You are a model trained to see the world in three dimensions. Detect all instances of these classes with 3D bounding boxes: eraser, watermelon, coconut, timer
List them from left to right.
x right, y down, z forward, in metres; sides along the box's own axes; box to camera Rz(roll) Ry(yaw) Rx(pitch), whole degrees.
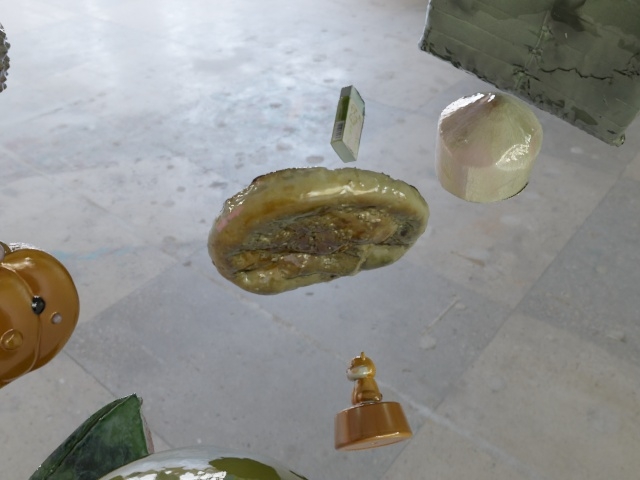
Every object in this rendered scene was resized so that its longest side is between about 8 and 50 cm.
[{"bbox_3d":[-0.230,0.343,0.674,0.193,0.311,0.231,-30,12,-35],"label":"watermelon"},{"bbox_3d":[0.031,-0.131,0.651,0.019,0.038,0.083,-9,55,30],"label":"eraser"},{"bbox_3d":[0.077,0.268,0.989,0.131,0.132,0.152,-7,64,-7],"label":"timer"},{"bbox_3d":[0.337,-0.197,1.174,0.224,0.234,0.224,-5,44,5],"label":"coconut"}]

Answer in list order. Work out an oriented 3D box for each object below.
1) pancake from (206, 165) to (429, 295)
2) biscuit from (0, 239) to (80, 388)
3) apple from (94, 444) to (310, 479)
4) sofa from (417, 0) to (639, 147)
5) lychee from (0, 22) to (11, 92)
[{"bbox_3d":[0.000,0.000,0.970,0.386,0.387,0.082,-8,65,-7],"label":"pancake"},{"bbox_3d":[-0.311,0.071,0.555,0.050,0.171,0.170,18,42,33],"label":"biscuit"},{"bbox_3d":[-0.091,0.280,0.434,0.262,0.263,0.262,-1,38,1],"label":"apple"},{"bbox_3d":[0.220,-0.230,0.450,0.210,0.176,0.226,30,75,14],"label":"sofa"},{"bbox_3d":[-0.390,-0.188,0.565,0.165,0.165,0.197,-12,4,-12],"label":"lychee"}]
